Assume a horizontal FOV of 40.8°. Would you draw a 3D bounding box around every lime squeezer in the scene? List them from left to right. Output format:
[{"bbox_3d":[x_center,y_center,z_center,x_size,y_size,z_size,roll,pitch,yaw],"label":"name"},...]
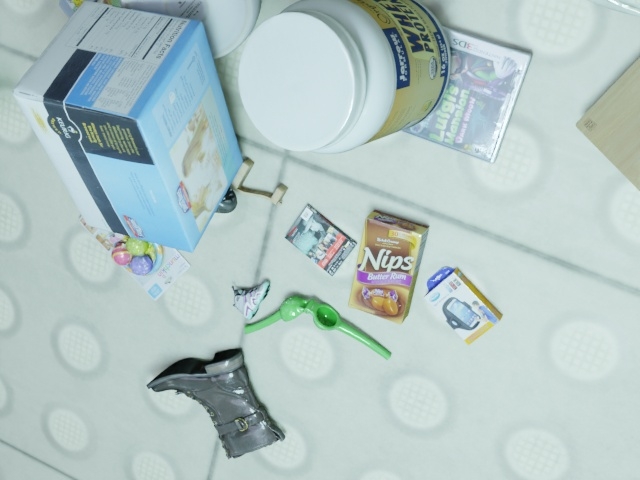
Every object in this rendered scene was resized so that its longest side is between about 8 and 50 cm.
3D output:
[{"bbox_3d":[-0.016,0.165,1.668,0.310,0.059,0.110,8,112,20],"label":"lime squeezer"}]

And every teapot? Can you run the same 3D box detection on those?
[{"bbox_3d":[-0.215,-0.439,1.455,0.256,0.187,0.253,-4,136,6],"label":"teapot"}]

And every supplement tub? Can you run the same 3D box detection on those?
[{"bbox_3d":[0.043,-0.258,1.314,0.228,0.316,0.228,10,111,29],"label":"supplement tub"}]

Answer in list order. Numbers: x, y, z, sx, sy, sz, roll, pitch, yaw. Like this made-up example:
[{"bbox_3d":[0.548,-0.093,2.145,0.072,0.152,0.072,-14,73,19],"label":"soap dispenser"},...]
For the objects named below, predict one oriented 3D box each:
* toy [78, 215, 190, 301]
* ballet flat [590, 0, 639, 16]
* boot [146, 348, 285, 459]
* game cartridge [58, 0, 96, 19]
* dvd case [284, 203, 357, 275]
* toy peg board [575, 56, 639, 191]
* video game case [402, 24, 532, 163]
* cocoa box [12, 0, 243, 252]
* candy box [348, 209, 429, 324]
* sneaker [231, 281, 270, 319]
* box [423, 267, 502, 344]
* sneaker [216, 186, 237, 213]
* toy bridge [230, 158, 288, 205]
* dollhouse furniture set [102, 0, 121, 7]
[{"bbox_3d":[-0.397,0.012,1.773,0.237,0.056,0.137,48,121,0],"label":"toy"},{"bbox_3d":[0.508,-0.353,1.200,0.400,0.139,0.139,27,118,12],"label":"ballet flat"},{"bbox_3d":[-0.225,0.359,1.812,0.262,0.091,0.229,-15,102,25],"label":"boot"},{"bbox_3d":[-0.463,-0.460,1.643,0.083,0.017,0.056,-37,89,30],"label":"game cartridge"},{"bbox_3d":[0.000,0.000,1.621,0.119,0.013,0.087,38,119,5],"label":"dvd case"},{"bbox_3d":[0.509,-0.179,1.309,0.161,0.079,0.161,50,121,17],"label":"toy peg board"},{"bbox_3d":[0.235,-0.242,1.422,0.173,0.022,0.190,22,117,15],"label":"video game case"},{"bbox_3d":[-0.301,-0.183,1.444,0.227,0.231,0.347,14,148,17],"label":"cocoa box"},{"bbox_3d":[0.122,0.049,1.566,0.109,0.053,0.187,18,114,17],"label":"candy box"},{"bbox_3d":[-0.146,0.106,1.710,0.069,0.038,0.098,35,119,7],"label":"sneaker"},{"bbox_3d":[0.250,0.114,1.549,0.136,0.028,0.081,45,120,0],"label":"box"},{"bbox_3d":[-0.255,-0.077,1.663,0.234,0.078,0.106,18,123,27],"label":"sneaker"},{"bbox_3d":[-0.148,-0.124,1.630,0.188,0.026,0.063,38,122,6],"label":"toy bridge"},{"bbox_3d":[-0.356,-0.398,1.595,0.076,0.058,0.152,-21,101,28],"label":"dollhouse furniture set"}]
